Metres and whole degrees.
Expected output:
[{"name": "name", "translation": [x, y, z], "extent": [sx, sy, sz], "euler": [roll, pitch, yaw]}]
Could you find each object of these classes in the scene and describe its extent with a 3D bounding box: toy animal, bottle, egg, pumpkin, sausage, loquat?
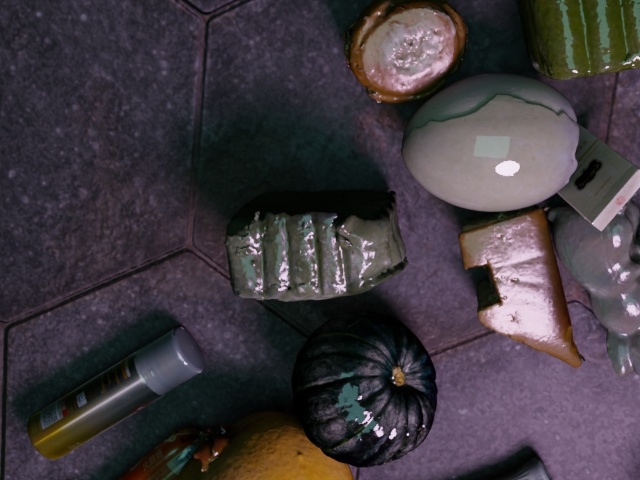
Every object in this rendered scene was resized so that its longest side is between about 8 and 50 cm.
[{"name": "toy animal", "translation": [0.403, 0.060, 1.297], "extent": [0.125, 0.127, 0.251], "euler": [-22, 104, -27]}, {"name": "bottle", "translation": [-0.310, 0.232, 1.439], "extent": [0.286, 0.082, 0.082], "euler": [-32, 96, 13]}, {"name": "egg", "translation": [0.214, -0.127, 1.237], "extent": [0.217, 0.183, 0.183], "euler": [-1, 103, -8]}, {"name": "pumpkin", "translation": [0.063, 0.206, 1.316], "extent": [0.162, 0.220, 0.220], "euler": [-30, 98, 47]}, {"name": "sausage", "translation": [-0.261, 0.372, 1.469], "extent": [0.264, 0.083, 0.083], "euler": [-40, 95, 12]}, {"name": "loquat", "translation": [-0.087, 0.374, 1.347], "extent": [0.275, 0.275, 0.275], "euler": [2, 102, 7]}]

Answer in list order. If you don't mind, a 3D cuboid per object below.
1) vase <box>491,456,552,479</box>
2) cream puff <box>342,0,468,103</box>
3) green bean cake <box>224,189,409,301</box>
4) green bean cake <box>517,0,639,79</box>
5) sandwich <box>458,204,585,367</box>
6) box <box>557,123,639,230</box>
[{"name": "vase", "translation": [0.240, 0.397, 1.401], "extent": [0.219, 0.096, 0.096], "euler": [-28, 97, 10]}, {"name": "cream puff", "translation": [0.111, -0.261, 1.259], "extent": [0.165, 0.115, 0.150], "euler": [3, 110, -3]}, {"name": "green bean cake", "translation": [0.000, 0.000, 1.276], "extent": [0.227, 0.222, 0.125], "euler": [-7, 101, 12]}, {"name": "green bean cake", "translation": [0.369, -0.290, 1.149], "extent": [0.247, 0.250, 0.156], "euler": [-9, 102, 10]}, {"name": "sandwich", "translation": [0.274, 0.070, 1.307], "extent": [0.128, 0.122, 0.236], "euler": [-15, 100, 8]}, {"name": "box", "translation": [0.352, -0.086, 1.243], "extent": [0.024, 0.167, 0.090], "euler": [30, 106, -26]}]
